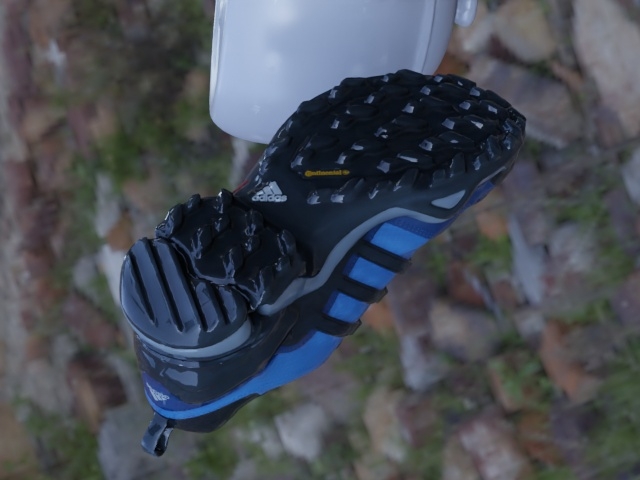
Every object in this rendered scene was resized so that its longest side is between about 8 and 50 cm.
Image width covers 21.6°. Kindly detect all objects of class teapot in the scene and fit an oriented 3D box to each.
[{"bbox_3d":[0.020,-0.181,1.225,0.256,0.187,0.252,-94,11,-50],"label":"teapot"}]

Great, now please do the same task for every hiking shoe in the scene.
[{"bbox_3d":[0.000,0.000,1.009,0.113,0.304,0.132,41,145,27],"label":"hiking shoe"}]
